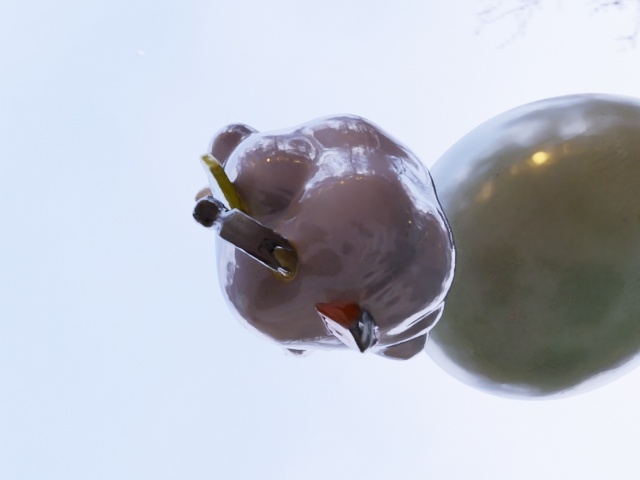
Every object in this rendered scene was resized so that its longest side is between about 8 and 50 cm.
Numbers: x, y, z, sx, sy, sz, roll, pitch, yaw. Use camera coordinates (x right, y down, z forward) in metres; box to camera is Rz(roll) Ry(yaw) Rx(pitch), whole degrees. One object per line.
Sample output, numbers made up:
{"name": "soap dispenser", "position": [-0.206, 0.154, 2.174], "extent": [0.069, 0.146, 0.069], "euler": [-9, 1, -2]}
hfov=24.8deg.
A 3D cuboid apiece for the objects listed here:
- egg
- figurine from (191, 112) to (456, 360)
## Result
{"name": "egg", "position": [0.163, -0.001, 0.959], "extent": [0.254, 0.188, 0.188], "euler": [-29, -73, -28]}
{"name": "figurine", "position": [0.000, 0.000, 0.688], "extent": [0.112, 0.229, 0.137], "euler": [-35, -88, -7]}
